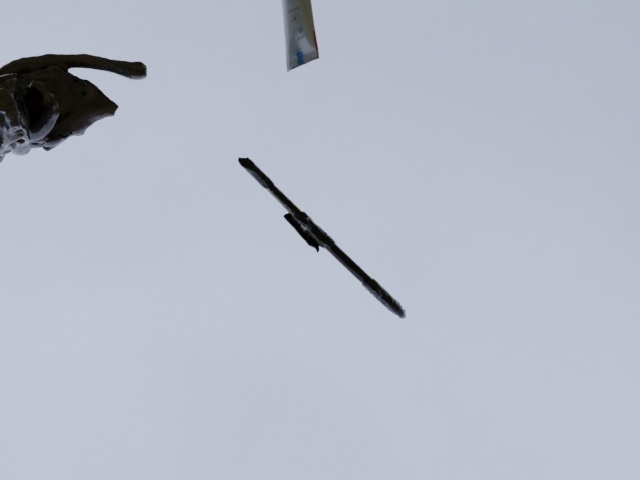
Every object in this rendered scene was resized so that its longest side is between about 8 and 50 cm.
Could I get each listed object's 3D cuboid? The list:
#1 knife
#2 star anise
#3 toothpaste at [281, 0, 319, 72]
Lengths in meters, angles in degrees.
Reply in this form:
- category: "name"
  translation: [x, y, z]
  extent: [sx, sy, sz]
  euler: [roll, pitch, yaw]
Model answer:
- category: "knife"
  translation: [0.001, 0.001, 1.502]
  extent: [0.222, 0.021, 0.045]
  euler: [43, -177, -4]
- category: "star anise"
  translation: [-0.280, -0.119, 1.459]
  extent: [0.231, 0.209, 0.089]
  euler: [-26, -85, -19]
- category: "toothpaste"
  translation: [-0.028, -0.277, 1.711]
  extent: [0.031, 0.048, 0.190]
  euler: [12, -114, -48]
